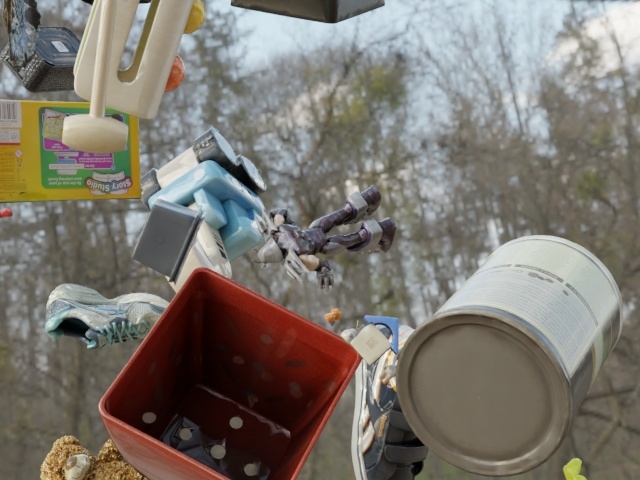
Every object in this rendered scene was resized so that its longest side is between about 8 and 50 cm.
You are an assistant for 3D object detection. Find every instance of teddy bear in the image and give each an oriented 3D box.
[{"bbox_3d":[-0.449,0.546,2.402,0.245,0.338,0.113,-51,6,-12],"label":"teddy bear"}]

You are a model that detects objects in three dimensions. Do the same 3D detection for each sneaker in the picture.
[{"bbox_3d":[0.131,0.300,1.812,0.127,0.321,0.126,-4,-1,44],"label":"sneaker"},{"bbox_3d":[-0.420,0.176,2.200,0.283,0.122,0.110,6,-52,1],"label":"sneaker"}]

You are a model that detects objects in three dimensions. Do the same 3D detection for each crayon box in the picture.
[{"bbox_3d":[-0.436,-0.146,1.804,0.278,0.165,0.081,-4,3,-40],"label":"crayon box"}]

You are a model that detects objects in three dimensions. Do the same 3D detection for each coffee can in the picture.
[{"bbox_3d":[0.235,0.128,1.307,0.201,0.201,0.275,-20,8,32],"label":"coffee can"}]

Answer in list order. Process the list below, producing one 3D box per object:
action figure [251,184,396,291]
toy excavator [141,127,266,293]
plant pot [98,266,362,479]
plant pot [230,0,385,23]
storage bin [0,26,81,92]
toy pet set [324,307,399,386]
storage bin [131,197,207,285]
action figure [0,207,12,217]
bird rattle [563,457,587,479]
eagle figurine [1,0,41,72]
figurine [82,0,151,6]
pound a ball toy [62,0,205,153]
[{"bbox_3d":[0.000,0.000,1.940,0.285,0.185,0.099,-18,-24,-31],"label":"action figure"},{"bbox_3d":[-0.237,-0.022,2.356,0.222,0.445,0.433,-33,-31,11],"label":"toy excavator"},{"bbox_3d":[-0.131,0.247,1.525,0.267,0.267,0.236,27,-36,7],"label":"plant pot"},{"bbox_3d":[-0.014,-0.448,1.695,0.188,0.167,0.187,15,26,25],"label":"plant pot"},{"bbox_3d":[-0.601,-0.402,2.410,0.084,0.122,0.180,-46,-12,27],"label":"storage bin"},{"bbox_3d":[0.068,0.120,1.397,0.065,0.122,0.114,-42,-8,-4],"label":"toy pet set"},{"bbox_3d":[-0.263,-0.007,1.887,0.091,0.135,0.098,24,15,-6],"label":"storage bin"},{"bbox_3d":[-0.704,-0.005,2.026,0.280,0.091,0.139,-39,14,-25],"label":"action figure"},{"bbox_3d":[0.447,0.560,2.127,0.253,0.143,0.207,-37,-7,-20],"label":"bird rattle"},{"bbox_3d":[-0.606,-0.499,2.047,0.298,0.226,0.225,-55,-4,25],"label":"eagle figurine"},{"bbox_3d":[-0.392,-0.479,1.947,0.209,0.215,0.092,-46,-23,-43],"label":"figurine"},{"bbox_3d":[-0.208,-0.265,1.327,0.135,0.319,0.208,16,13,-17],"label":"pound a ball toy"}]
